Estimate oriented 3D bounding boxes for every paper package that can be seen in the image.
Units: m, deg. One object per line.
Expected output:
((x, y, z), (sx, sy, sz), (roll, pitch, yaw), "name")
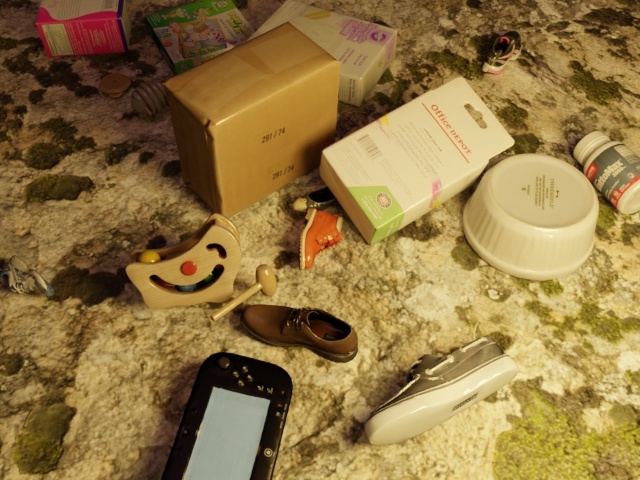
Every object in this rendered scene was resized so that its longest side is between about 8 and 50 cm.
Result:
((-0.135, -0.245, 1.405), (0.325, 0.309, 0.168), (-35, 63, -24), "paper package")

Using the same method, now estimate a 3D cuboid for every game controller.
((-0.151, 0.333, 1.088), (0.166, 0.067, 0.319), (9, 52, 7), "game controller")

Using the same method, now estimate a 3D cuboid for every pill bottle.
((0.642, -0.153, 1.464), (0.108, 0.108, 0.180), (-19, 53, -16), "pill bottle")

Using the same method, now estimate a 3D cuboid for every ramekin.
((0.436, -0.062, 1.375), (0.273, 0.127, 0.273), (0, 50, 0), "ramekin")

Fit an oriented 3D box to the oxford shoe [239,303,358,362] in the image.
((-0.040, 0.148, 1.222), (0.227, 0.096, 0.082), (11, 53, 10), "oxford shoe")

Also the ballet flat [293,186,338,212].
((0.019, -0.104, 1.457), (0.173, 0.049, 0.057), (-20, 53, -16), "ballet flat")

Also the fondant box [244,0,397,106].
((0.004, -0.497, 1.751), (0.330, 0.096, 0.238), (22, 54, 15), "fondant box")

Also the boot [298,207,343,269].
((0.000, 0.000, 1.369), (0.085, 0.059, 0.158), (13, 50, 4), "boot")

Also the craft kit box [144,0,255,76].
((-0.322, -0.562, 1.831), (0.247, 0.061, 0.250), (-20, 54, -19), "craft kit box")

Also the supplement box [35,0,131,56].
((-0.632, -0.576, 1.801), (0.220, 0.114, 0.111), (-4, 52, -5), "supplement box")

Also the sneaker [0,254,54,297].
((-0.574, 0.084, 1.307), (0.135, 0.052, 0.058), (27, 65, 29), "sneaker")

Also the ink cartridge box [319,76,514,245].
((0.199, -0.170, 1.405), (0.353, 0.119, 0.207), (-30, 74, -12), "ink cartridge box")

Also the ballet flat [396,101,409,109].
((0.241, -0.307, 1.612), (0.203, 0.074, 0.074), (-7, 51, -6), "ballet flat")

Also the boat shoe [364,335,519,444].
((0.192, 0.244, 1.137), (0.301, 0.108, 0.102), (-22, 54, -20), "boat shoe")

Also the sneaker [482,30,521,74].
((0.493, -0.514, 1.779), (0.072, 0.077, 0.178), (23, 53, 16), "sneaker")

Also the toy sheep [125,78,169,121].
((-0.415, -0.343, 1.632), (0.132, 0.091, 0.091), (-38, 60, -21), "toy sheep")

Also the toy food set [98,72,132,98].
((-0.524, -0.400, 1.716), (0.083, 0.020, 0.082), (28, 55, 21), "toy food set")

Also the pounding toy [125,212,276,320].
((-0.220, 0.049, 1.232), (0.270, 0.154, 0.155), (-7, 22, -5), "pounding toy")
